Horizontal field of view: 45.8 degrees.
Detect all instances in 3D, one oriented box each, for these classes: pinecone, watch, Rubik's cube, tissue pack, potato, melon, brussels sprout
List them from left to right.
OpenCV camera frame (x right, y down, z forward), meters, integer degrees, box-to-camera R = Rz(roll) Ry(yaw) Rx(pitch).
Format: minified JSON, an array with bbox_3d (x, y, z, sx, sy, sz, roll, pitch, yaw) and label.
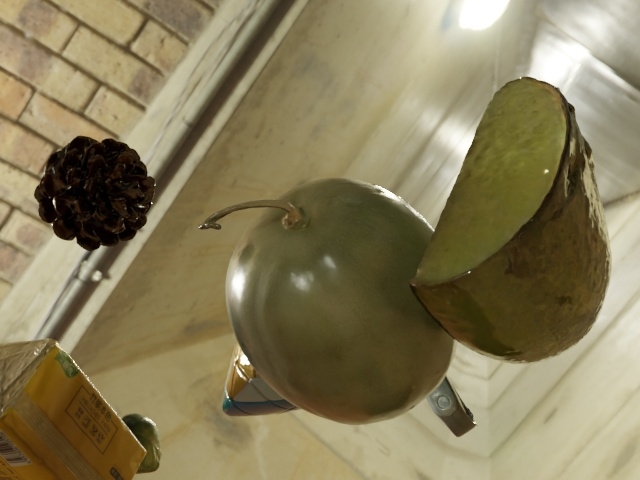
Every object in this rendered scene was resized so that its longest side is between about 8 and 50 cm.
[{"bbox_3d":[-0.593,0.403,1.576,0.382,0.293,0.228,64,-149,-33],"label":"tissue pack"},{"bbox_3d":[-0.260,-0.054,0.887,0.140,0.140,0.120,29,170,-35],"label":"pinecone"},{"bbox_3d":[-0.446,0.485,1.799,0.155,0.117,0.155,-9,-90,-80],"label":"brussels sprout"},{"bbox_3d":[-0.032,0.205,1.290,0.254,0.254,0.254,35,-170,-7],"label":"Rubik's cube"},{"bbox_3d":[0.027,0.069,0.851,0.272,0.271,0.308,42,153,31],"label":"melon"},{"bbox_3d":[0.259,0.322,1.636,0.206,0.068,0.193,60,-175,28],"label":"watch"},{"bbox_3d":[0.234,0.013,0.760,0.112,0.270,0.255,3,145,44],"label":"potato"}]
